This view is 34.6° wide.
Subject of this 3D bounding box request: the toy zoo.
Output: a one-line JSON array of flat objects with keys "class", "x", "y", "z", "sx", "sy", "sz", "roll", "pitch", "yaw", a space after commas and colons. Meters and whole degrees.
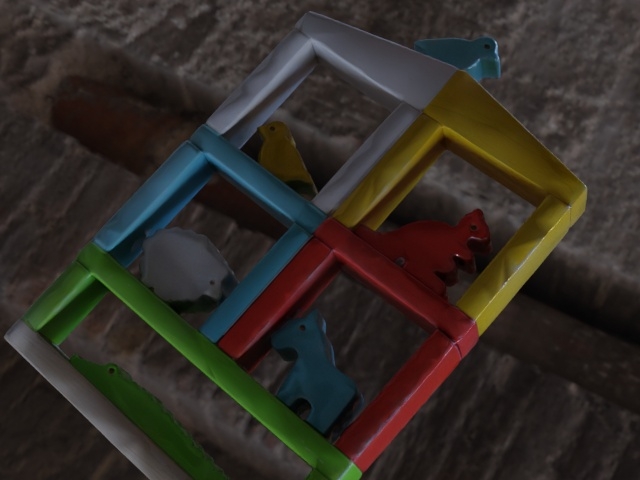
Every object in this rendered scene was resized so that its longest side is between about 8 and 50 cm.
[{"class": "toy zoo", "x": 0.000, "y": 0.000, "z": 0.537, "sx": 0.293, "sy": 0.192, "sz": 0.030, "roll": -48, "pitch": 156, "yaw": -10}]
